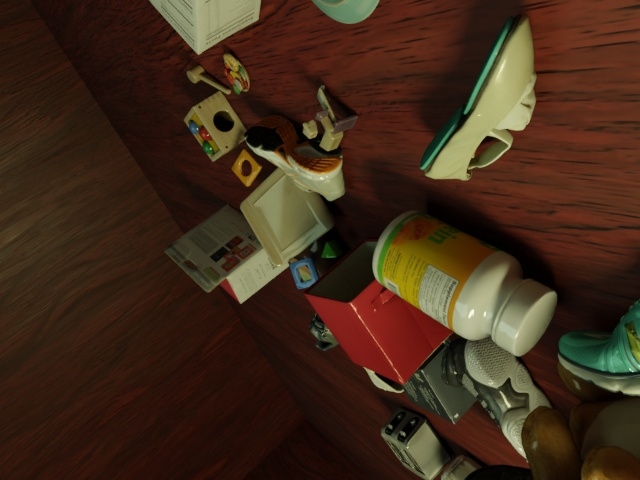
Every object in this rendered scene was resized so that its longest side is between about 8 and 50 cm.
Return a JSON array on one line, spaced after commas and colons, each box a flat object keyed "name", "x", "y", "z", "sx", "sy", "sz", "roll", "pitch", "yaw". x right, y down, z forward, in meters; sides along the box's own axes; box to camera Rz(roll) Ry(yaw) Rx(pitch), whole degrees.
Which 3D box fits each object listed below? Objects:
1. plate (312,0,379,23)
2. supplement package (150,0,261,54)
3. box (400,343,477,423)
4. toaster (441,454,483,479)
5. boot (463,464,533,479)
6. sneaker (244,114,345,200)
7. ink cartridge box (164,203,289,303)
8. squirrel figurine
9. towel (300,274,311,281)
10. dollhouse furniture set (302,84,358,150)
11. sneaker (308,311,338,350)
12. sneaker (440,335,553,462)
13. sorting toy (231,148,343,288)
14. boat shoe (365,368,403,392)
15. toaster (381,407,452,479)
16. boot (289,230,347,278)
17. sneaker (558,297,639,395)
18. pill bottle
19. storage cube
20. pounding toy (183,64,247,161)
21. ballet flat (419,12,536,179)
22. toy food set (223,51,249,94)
[{"name": "plate", "x": 0.005, "y": -0.362, "z": 0.621, "sx": 0.188, "sy": 0.024, "sz": 0.188, "roll": 43, "pitch": 156, "yaw": 24}, {"name": "supplement package", "x": -0.171, "y": -0.424, "z": 0.725, "sx": 0.134, "sy": 0.139, "sz": 0.244, "roll": 48, "pitch": 159, "yaw": 5}, {"name": "box", "x": 0.243, "y": 0.300, "z": 1.111, "sx": 0.156, "sy": 0.093, "sz": 0.158, "roll": 58, "pitch": 159, "yaw": -15}, {"name": "toaster", "x": 0.417, "y": 0.683, "z": 1.331, "sx": 0.146, "sy": 0.129, "sz": 0.227, "roll": 28, "pitch": 150, "yaw": 52}, {"name": "boot", "x": 0.399, "y": 0.436, "z": 0.881, "sx": 0.229, "sy": 0.262, "sz": 0.091, "roll": 83, "pitch": -176, "yaw": -61}, {"name": "sneaker", "x": -0.053, "y": -0.155, "z": 0.990, "sx": 0.262, "sy": 0.099, "sz": 0.121, "roll": 37, "pitch": 159, "yaw": 36}, {"name": "ink cartridge box", "x": -0.308, "y": 0.054, "z": 1.607, "sx": 0.309, "sy": 0.271, "sz": 0.130, "roll": 33, "pitch": 152, "yaw": 42}, {"name": "squirrel figurine", "x": 0.372, "y": 0.397, "z": 0.608, "sx": 0.397, "sy": 0.370, "sz": 0.281, "roll": 59, "pitch": 158, "yaw": -18}, {"name": "towel", "x": -0.037, "y": 0.088, "z": 1.459, "sx": 0.152, "sy": 0.023, "sz": 0.113, "roll": 57, "pitch": 157, "yaw": -7}, {"name": "dollhouse furniture set", "x": -0.006, "y": -0.203, "z": 0.845, "sx": 0.081, "sy": 0.090, "sz": 0.114, "roll": 64, "pitch": 164, "yaw": 10}, {"name": "sneaker", "x": 0.025, "y": 0.215, "z": 1.387, "sx": 0.111, "sy": 0.121, "sz": 0.300, "roll": 35, "pitch": 154, "yaw": 36}, {"name": "sneaker", "x": 0.321, "y": 0.281, "z": 0.920, "sx": 0.269, "sy": 0.101, "sz": 0.153, "roll": 60, "pitch": 160, "yaw": -4}, {"name": "sorting toy", "x": -0.073, "y": -0.064, "z": 1.119, "sx": 0.196, "sy": 0.047, "sz": 0.348, "roll": -36, "pitch": 82, "yaw": 33}, {"name": "boat shoe", "x": 0.146, "y": 0.318, "z": 1.348, "sx": 0.088, "sy": 0.096, "sz": 0.268, "roll": 7, "pitch": 132, "yaw": 57}, {"name": "toaster", "x": 0.293, "y": 0.621, "z": 1.512, "sx": 0.186, "sy": 0.110, "sz": 0.168, "roll": 55, "pitch": 160, "yaw": -9}, {"name": "boot", "x": 0.000, "y": 0.000, "z": 1.143, "sx": 0.248, "sy": 0.090, "sz": 0.207, "roll": 11, "pitch": 124, "yaw": 39}, {"name": "sneaker", "x": 0.378, "y": 0.102, "z": 0.541, "sx": 0.275, "sy": 0.107, "sz": 0.110, "roll": -32, "pitch": 77, "yaw": 65}, {"name": "pill bottle", "x": 0.207, "y": 0.060, "z": 0.734, "sx": 0.245, "sy": 0.136, "sz": 0.136, "roll": 33, "pitch": 152, "yaw": 41}, {"name": "storage cube", "x": 0.119, "y": 0.125, "z": 0.960, "sx": 0.193, "sy": 0.183, "sz": 0.215, "roll": 56, "pitch": 158, "yaw": -15}, {"name": "pounding toy", "x": -0.271, "y": -0.307, "z": 1.187, "sx": 0.206, "sy": 0.094, "sz": 0.181, "roll": 56, "pitch": 159, "yaw": -13}, {"name": "ballet flat", "x": 0.188, "y": -0.139, "z": 0.553, "sx": 0.086, "sy": 0.086, "sz": 0.248, "roll": 48, "pitch": 160, "yaw": 11}, {"name": "toy food set", "x": -0.175, "y": -0.345, "z": 1.030, "sx": 0.083, "sy": 0.020, "sz": 0.083, "roll": 54, "pitch": 159, "yaw": -7}]
